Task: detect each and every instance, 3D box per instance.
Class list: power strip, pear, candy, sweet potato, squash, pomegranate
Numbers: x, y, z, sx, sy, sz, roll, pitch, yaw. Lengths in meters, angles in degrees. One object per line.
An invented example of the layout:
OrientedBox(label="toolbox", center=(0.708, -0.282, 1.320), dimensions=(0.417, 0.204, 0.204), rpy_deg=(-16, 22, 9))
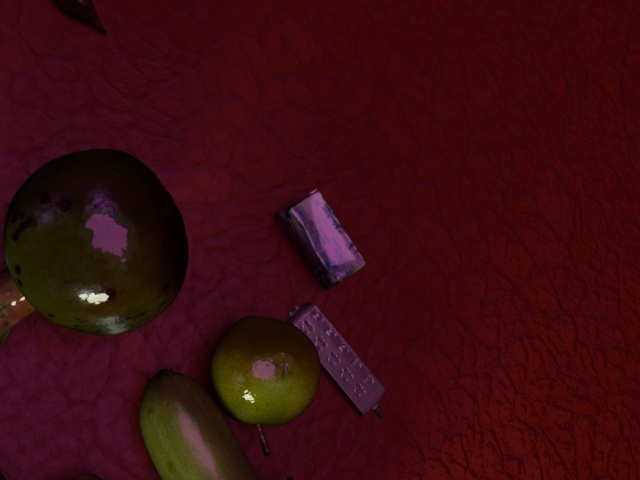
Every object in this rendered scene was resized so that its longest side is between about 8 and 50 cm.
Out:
OrientedBox(label="power strip", center=(0.034, 0.212, 1.492), dimensions=(0.060, 0.027, 0.252), rpy_deg=(-42, 98, -22))
OrientedBox(label="pear", center=(-0.092, 0.228, 1.372), dimensions=(0.180, 0.166, 0.216), rpy_deg=(11, 88, -36))
OrientedBox(label="candy", center=(0.000, 0.000, 1.479), dimensions=(0.073, 0.092, 0.160), rpy_deg=(-35, 94, -22))
OrientedBox(label="sweet potato", center=(-0.389, -0.379, 1.411), dimensions=(0.117, 0.049, 0.049), rpy_deg=(48, 67, -20))
OrientedBox(label="squash", center=(-0.196, 0.312, 1.329), dimensions=(0.133, 0.132, 0.247), rpy_deg=(-31, 91, -24))
OrientedBox(label="pomegranate", center=(-0.353, 0.005, 1.259), dimensions=(0.324, 0.291, 0.290), rpy_deg=(-11, 84, 11))

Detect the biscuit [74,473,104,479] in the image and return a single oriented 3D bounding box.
OrientedBox(label="biscuit", center=(-0.413, 0.468, 1.205), dimensions=(0.334, 0.047, 0.202), rpy_deg=(-44, 133, -24))

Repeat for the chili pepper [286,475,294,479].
OrientedBox(label="chili pepper", center=(-0.090, 0.536, 1.273), dimensions=(0.305, 0.251, 0.229), rpy_deg=(-33, 60, -23))

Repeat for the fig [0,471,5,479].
OrientedBox(label="fig", center=(-0.547, 0.311, 1.187), dimensions=(0.170, 0.145, 0.274), rpy_deg=(-32, 81, -25))
